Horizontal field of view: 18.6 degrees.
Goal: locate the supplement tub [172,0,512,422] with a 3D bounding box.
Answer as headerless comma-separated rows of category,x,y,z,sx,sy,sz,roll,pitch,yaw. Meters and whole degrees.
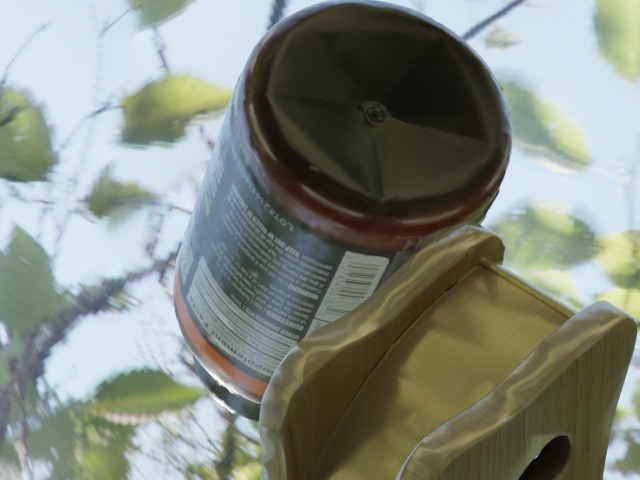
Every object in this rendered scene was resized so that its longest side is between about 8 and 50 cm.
supplement tub,0.000,0.000,0.778,0.106,0.198,0.106,7,-122,-11

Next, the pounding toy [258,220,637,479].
pounding toy,0.075,0.143,0.690,0.154,0.155,0.269,-20,-52,-37
